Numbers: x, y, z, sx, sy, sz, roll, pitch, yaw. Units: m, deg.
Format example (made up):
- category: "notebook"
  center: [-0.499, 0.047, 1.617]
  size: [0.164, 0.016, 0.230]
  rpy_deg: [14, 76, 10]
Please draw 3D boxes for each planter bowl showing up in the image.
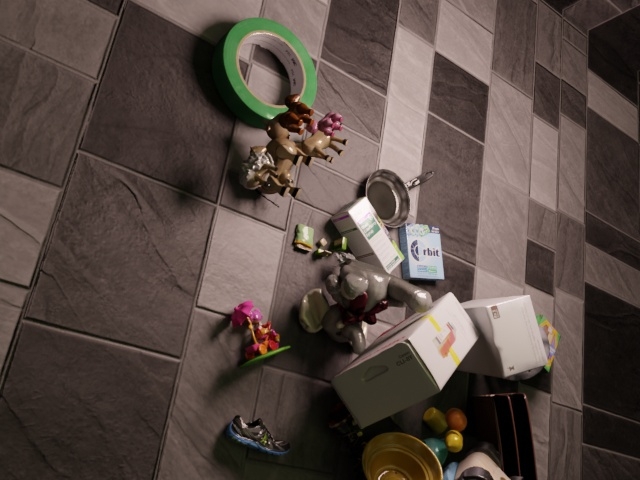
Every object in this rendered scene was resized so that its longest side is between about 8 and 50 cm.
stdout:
- category: "planter bowl"
  center: [0.204, 0.620, 1.736]
  size: [0.217, 0.090, 0.217]
  rpy_deg: [9, 37, -7]

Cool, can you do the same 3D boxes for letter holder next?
- category: "letter holder"
  center: [0.603, 0.646, 2.113]
  size: [0.152, 0.214, 0.301]
  rpy_deg: [-3, 78, -4]

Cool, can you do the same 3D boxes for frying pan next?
- category: "frying pan"
  center: [0.245, -0.181, 2.192]
  size: [0.197, 0.053, 0.326]
  rpy_deg: [46, 54, -19]

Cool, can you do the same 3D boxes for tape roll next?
- category: "tape roll"
  center: [-0.161, -0.492, 1.955]
  size: [0.321, 0.077, 0.321]
  rpy_deg: [11, 72, -34]

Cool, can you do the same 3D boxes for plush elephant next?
- category: "plush elephant"
  center: [0.096, 0.197, 1.869]
  size: [0.272, 0.330, 0.255]
  rpy_deg: [12, 101, -28]

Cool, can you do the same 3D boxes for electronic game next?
- category: "electronic game"
  center: [0.665, 0.367, 2.265]
  size: [0.048, 0.229, 0.229]
  rpy_deg: [43, 51, -58]

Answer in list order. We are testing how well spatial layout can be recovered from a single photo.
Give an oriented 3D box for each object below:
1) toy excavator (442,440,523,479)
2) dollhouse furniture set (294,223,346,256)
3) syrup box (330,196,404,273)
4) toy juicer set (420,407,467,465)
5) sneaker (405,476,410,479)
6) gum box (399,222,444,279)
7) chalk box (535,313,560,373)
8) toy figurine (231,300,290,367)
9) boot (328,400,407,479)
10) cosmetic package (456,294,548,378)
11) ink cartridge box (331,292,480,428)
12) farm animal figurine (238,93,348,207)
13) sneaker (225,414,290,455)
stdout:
- category: "toy excavator"
  center: [0.447, 0.883, 1.927]
  size: [0.433, 0.445, 0.222]
  rpy_deg: [46, 21, 6]
- category: "dollhouse furniture set"
  center: [0.000, 0.000, 1.959]
  size: [0.152, 0.059, 0.076]
  rpy_deg: [19, 67, -32]
- category: "syrup box"
  center: [0.146, -0.007, 2.045]
  size: [0.093, 0.096, 0.236]
  rpy_deg: [-41, 104, -36]
- category: "toy juicer set"
  center: [0.345, 0.641, 1.956]
  size: [0.089, 0.209, 0.329]
  rpy_deg: [42, 56, -11]
- category: "sneaker"
  center: [0.219, 0.697, 1.777]
  size: [0.144, 0.053, 0.059]
  rpy_deg: [-45, 112, -44]
- category: "gum box"
  center: [0.337, 0.039, 2.209]
  size: [0.157, 0.041, 0.184]
  rpy_deg: [5, 76, -35]
- category: "chalk box"
  center: [0.742, 0.390, 2.363]
  size: [0.132, 0.132, 0.213]
  rpy_deg: [46, 55, -18]
- category: "toy figurine"
  center: [-0.168, 0.235, 1.755]
  size: [0.173, 0.130, 0.159]
  rpy_deg: [-8, 73, -59]
- category: "boot"
  center: [0.114, 0.609, 1.837]
  size: [0.377, 0.138, 0.284]
  rpy_deg: [-41, 105, -39]
- category: "cosmetic package"
  center: [0.514, 0.293, 2.047]
  size: [0.156, 0.385, 0.217]
  rpy_deg: [-13, 87, -15]
- category: "ink cartridge box"
  center: [0.242, 0.325, 1.828]
  size: [0.160, 0.279, 0.385]
  rpy_deg: [57, 31, 4]
- category: "farm animal figurine"
  center: [-0.092, -0.262, 1.870]
  size: [0.326, 0.172, 0.330]
  rpy_deg: [-59, 155, -1]
- category: "sneaker"
  center: [-0.153, 0.504, 1.711]
  size: [0.188, 0.067, 0.078]
  rpy_deg: [30, 69, -24]
